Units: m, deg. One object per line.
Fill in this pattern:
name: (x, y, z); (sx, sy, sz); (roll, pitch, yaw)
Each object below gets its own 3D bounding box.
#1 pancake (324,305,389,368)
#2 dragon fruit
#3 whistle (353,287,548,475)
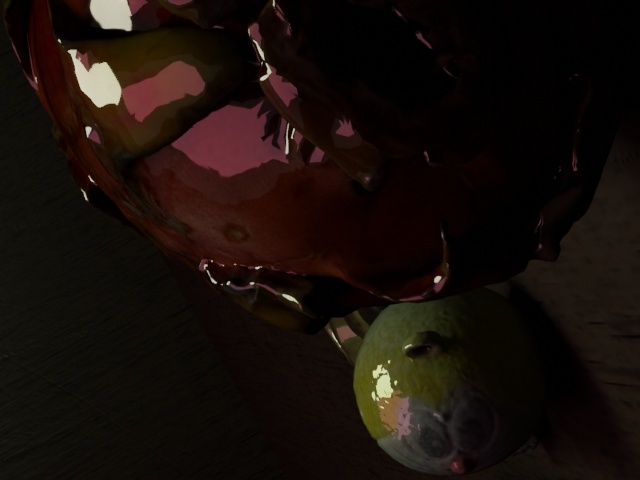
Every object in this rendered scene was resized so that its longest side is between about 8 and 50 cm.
pancake: (0.000, 0.000, 1.283); (0.294, 0.049, 0.294); (57, 172, 12)
dragon fruit: (-0.001, -0.085, 0.579); (0.250, 0.250, 0.315); (58, -176, 10)
whistle: (0.094, 0.106, 0.960); (0.123, 0.123, 0.223); (54, -179, 32)
